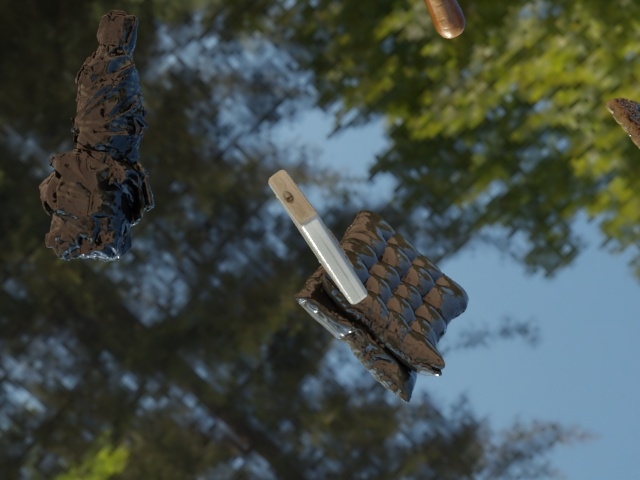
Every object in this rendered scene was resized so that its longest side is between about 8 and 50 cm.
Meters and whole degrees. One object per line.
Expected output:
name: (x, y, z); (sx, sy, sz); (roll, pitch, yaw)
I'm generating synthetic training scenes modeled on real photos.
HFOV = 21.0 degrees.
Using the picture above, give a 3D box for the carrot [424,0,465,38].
carrot: (0.124, -0.313, 2.006); (0.037, 0.190, 0.037); (-17, -142, 14)

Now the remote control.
remote control: (0.000, 0.000, 1.956); (0.029, 0.190, 0.087); (-35, -129, -2)

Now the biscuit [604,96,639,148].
biscuit: (0.460, -0.127, 2.245); (0.025, 0.131, 0.231); (-45, 154, 26)

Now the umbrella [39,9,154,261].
umbrella: (-0.308, -0.138, 2.355); (0.154, 0.337, 0.128); (-4, 175, 10)

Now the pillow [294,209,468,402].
pillow: (0.100, 0.089, 2.570); (0.101, 0.228, 0.326); (-46, -177, 22)
